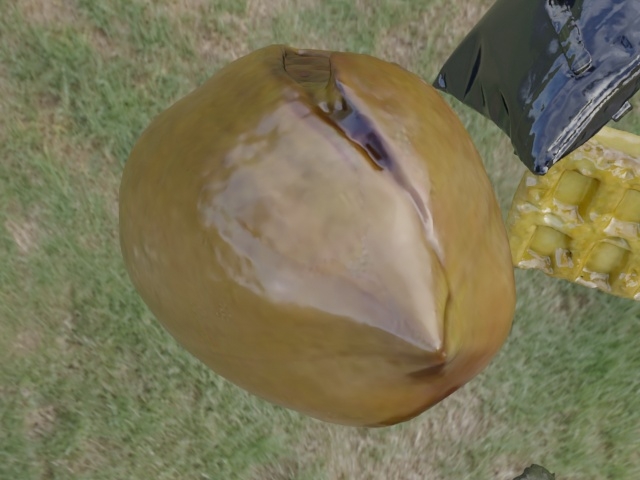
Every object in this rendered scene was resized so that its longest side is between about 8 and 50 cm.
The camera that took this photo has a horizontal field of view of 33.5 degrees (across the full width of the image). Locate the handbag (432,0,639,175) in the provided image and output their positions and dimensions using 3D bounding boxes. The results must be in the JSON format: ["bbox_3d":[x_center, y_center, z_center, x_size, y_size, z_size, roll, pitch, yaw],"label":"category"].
[{"bbox_3d":[0.209,-0.176,0.809,0.254,0.089,0.211,-46,29,10],"label":"handbag"}]

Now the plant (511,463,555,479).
[{"bbox_3d":[0.146,0.324,0.892,0.215,0.213,0.312,-27,32,9],"label":"plant"}]

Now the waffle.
[{"bbox_3d":[0.310,-0.014,0.972,0.274,0.168,0.057,15,48,1],"label":"waffle"}]

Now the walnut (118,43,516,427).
[{"bbox_3d":[0.000,0.000,0.584,0.203,0.203,0.298,-30,33,-8],"label":"walnut"}]
